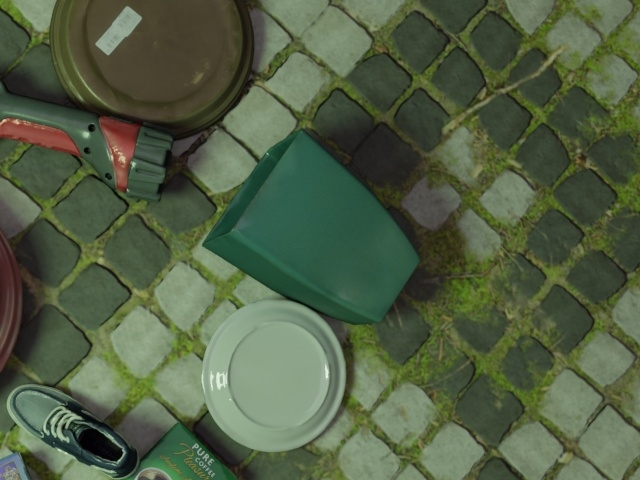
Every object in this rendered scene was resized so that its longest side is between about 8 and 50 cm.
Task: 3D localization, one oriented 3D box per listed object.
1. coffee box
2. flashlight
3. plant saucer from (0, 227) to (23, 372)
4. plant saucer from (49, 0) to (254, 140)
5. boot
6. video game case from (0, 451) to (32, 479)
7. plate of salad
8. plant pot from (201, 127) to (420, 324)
[{"bbox_3d":[-0.205,0.333,1.577,0.113,0.040,0.184,43,75,0],"label":"coffee box"},{"bbox_3d":[-0.345,-0.129,1.610,0.304,0.103,0.103,12,51,-6],"label":"flashlight"},{"bbox_3d":[-0.519,0.064,1.483,0.332,0.084,0.332,6,74,-23],"label":"plant saucer"},{"bbox_3d":[-0.223,-0.272,1.670,0.277,0.041,0.278,1,87,-12],"label":"plant saucer"},{"bbox_3d":[-0.309,0.228,1.534,0.190,0.086,0.069,26,72,8],"label":"boot"},{"bbox_3d":[-0.443,0.423,1.500,0.269,0.061,0.244,-23,86,-15],"label":"video game case"},{"bbox_3d":[-0.062,0.177,1.634,0.199,0.048,0.200,1,86,-20],"label":"plate of salad"},{"bbox_3d":[0.000,0.000,1.626,0.234,0.165,0.166,36,75,-12],"label":"plant pot"}]
